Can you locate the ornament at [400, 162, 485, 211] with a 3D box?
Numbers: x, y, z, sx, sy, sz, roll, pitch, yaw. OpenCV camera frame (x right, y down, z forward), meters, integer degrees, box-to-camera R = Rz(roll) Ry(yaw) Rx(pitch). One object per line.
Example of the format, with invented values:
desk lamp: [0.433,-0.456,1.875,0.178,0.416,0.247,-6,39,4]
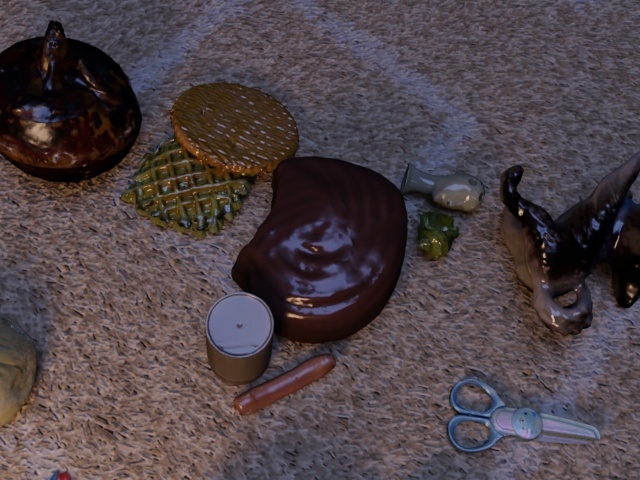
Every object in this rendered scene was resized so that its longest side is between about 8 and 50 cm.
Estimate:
ornament: [0.235,-0.097,1.434,0.156,0.075,0.081,14,46,0]

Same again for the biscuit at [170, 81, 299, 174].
biscuit: [-0.161,-0.216,1.442,0.254,0.035,0.254,10,47,-10]

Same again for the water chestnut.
water chestnut: [-0.470,-0.255,1.338,0.300,0.300,0.300,2,65,-4]

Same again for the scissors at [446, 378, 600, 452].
scissors: [0.344,0.311,1.276,0.256,0.030,0.125,8,64,2]

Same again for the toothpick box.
toothpick box: [-0.132,0.163,1.222,0.111,0.181,0.111,2,66,-5]

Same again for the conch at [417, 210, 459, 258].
conch: [0.216,-0.016,1.393,0.121,0.074,0.089,-28,105,-38]

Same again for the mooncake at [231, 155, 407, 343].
mooncake: [0.000,0.000,1.317,0.326,0.174,0.334,-32,73,-15]

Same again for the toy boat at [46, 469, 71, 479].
toy boat: [-0.450,0.429,1.159,0.149,0.034,0.105,-17,64,-26]

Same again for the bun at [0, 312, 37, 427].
bun: [-0.573,0.200,1.191,0.220,0.134,0.220,0,67,-1]

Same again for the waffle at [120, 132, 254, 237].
waffle: [-0.243,-0.108,1.407,0.214,0.054,0.208,29,64,10]

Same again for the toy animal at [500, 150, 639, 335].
toy animal: [0.500,0.014,1.348,0.344,0.194,0.303,-10,61,-6]

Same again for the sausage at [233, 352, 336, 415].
sausage: [-0.059,0.241,1.267,0.186,0.043,0.043,-24,69,-15]
